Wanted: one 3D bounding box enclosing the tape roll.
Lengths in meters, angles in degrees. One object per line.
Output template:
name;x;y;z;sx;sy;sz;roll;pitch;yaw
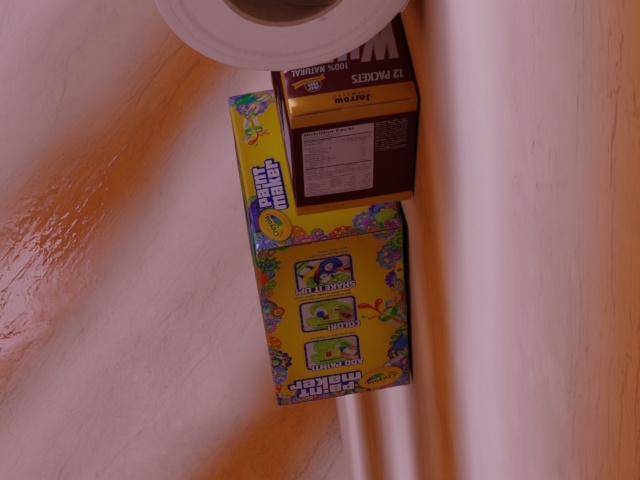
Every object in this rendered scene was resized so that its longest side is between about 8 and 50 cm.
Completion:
tape roll;-0.041;-0.298;1.418;0.246;0.246;0.169;86;174;-48

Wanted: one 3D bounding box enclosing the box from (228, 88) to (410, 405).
box;0.000;0.000;1.971;0.290;0.177;0.279;-103;5;-46

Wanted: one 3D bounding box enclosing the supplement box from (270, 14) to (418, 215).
supplement box;0.020;-0.163;1.658;0.194;0.129;0.191;89;172;-61
